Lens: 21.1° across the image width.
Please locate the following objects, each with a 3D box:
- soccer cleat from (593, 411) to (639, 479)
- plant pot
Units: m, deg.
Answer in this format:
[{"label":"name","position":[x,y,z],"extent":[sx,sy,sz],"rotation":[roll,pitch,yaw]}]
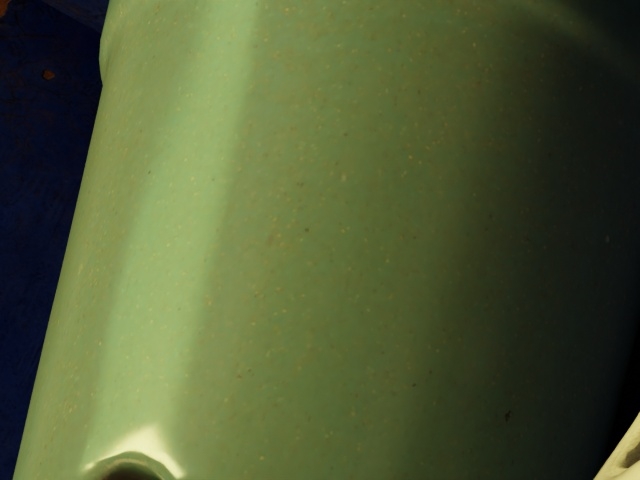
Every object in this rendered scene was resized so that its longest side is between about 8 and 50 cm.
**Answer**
[{"label":"soccer cleat","position":[0.134,0.107,0.474],"extent":[0.331,0.116,0.143],"rotation":[-141,72,-82]},{"label":"plant pot","position":[0.017,0.019,0.839],"extent":[0.341,0.341,0.334],"rotation":[134,153,-59]}]
